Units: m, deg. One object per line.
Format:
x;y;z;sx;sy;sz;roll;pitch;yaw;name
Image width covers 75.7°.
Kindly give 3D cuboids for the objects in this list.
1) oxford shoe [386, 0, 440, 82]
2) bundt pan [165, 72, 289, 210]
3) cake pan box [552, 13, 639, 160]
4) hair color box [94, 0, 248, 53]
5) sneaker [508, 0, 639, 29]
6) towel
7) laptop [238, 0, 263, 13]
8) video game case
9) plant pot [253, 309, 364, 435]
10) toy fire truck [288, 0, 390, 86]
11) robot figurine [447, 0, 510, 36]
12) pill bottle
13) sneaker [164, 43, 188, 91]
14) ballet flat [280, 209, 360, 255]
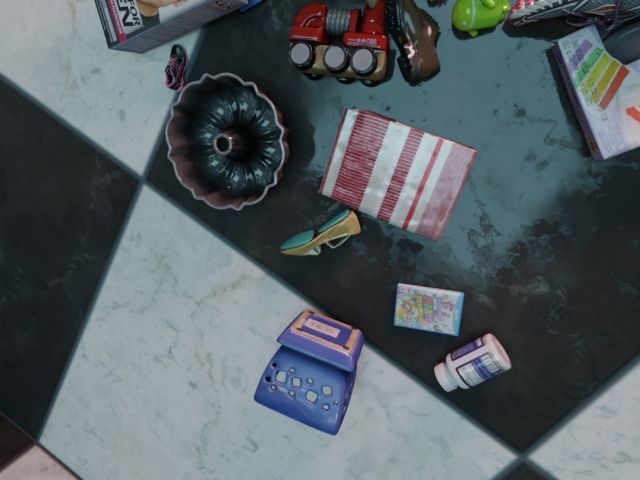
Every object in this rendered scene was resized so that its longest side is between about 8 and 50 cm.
0.203;-0.467;0.894;0.096;0.083;0.228;-17;97;-3;oxford shoe
-0.220;-0.248;1.055;0.330;0.124;0.331;5;106;17;bundt pan
0.616;-0.322;0.783;0.245;0.070;0.267;-20;90;20;cake pan box
-0.372;-0.605;0.985;0.374;0.113;0.186;-7;103;27;hair color box
0.492;-0.431;0.733;0.299;0.121;0.112;8;142;43;sneaker
0.176;-0.162;1.001;0.328;0.037;0.237;24;113;12;towel
-0.115;-0.767;0.823;0.236;0.408;0.382;-24;98;-12;laptop
0.280;0.179;1.073;0.166;0.015;0.119;7;107;16;video game case
-0.013;0.327;1.098;0.235;0.236;0.212;19;103;11;plant pot
0.048;-0.488;0.896;0.216;0.158;0.247;12;99;15;toy fire truck
0.321;-0.467;0.840;0.115;0.101;0.067;-10;85;-3;robot figurine
0.378;0.313;1.037;0.169;0.094;0.094;-36;92;23;pill bottle
-0.387;-0.456;1.086;0.047;0.057;0.120;15;108;15;sneaker
0.000;0.000;1.082;0.232;0.080;0.073;-26;111;24;ballet flat
